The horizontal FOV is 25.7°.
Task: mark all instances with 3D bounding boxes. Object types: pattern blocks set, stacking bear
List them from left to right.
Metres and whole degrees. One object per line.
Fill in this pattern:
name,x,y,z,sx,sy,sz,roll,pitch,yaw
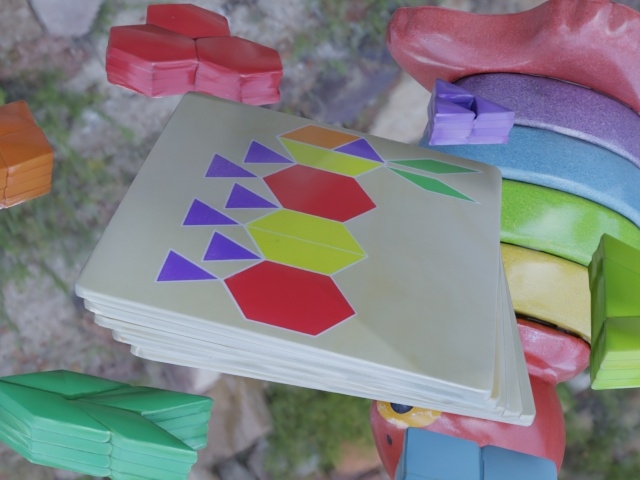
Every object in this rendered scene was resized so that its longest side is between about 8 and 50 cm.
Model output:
pattern blocks set,0.000,0.000,0.514,0.325,0.285,0.026,-58,164,-61
stacking bear,0.109,0.023,0.837,0.164,0.175,0.289,29,71,-48
